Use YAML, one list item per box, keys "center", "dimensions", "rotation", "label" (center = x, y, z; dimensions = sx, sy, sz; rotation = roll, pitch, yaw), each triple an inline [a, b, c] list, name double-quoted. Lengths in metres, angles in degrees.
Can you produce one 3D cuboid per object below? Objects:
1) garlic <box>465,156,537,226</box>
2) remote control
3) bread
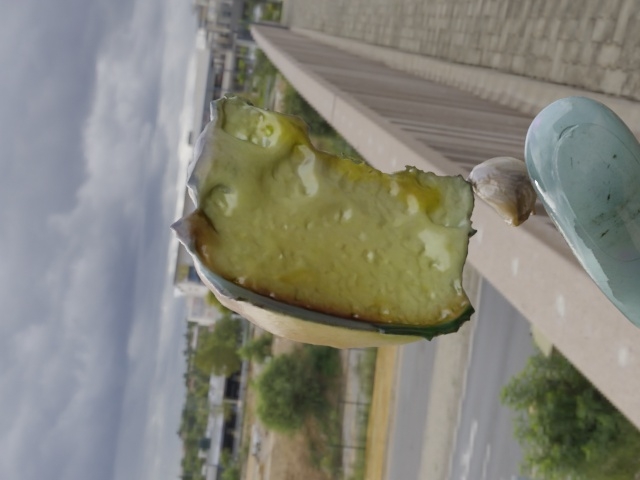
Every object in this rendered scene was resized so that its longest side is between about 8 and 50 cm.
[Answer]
- center: [0.260, -0.077, 1.211]
  dimensions: [0.066, 0.152, 0.084]
  rotation: [5, 68, 43]
  label: "garlic"
- center: [0.251, -0.014, 0.720]
  dimensions: [0.097, 0.256, 0.045]
  rotation: [-41, 28, 7]
  label: "remote control"
- center: [-0.008, 0.001, 0.723]
  dimensions: [0.133, 0.251, 0.174]
  rotation: [143, 138, -60]
  label: "bread"
